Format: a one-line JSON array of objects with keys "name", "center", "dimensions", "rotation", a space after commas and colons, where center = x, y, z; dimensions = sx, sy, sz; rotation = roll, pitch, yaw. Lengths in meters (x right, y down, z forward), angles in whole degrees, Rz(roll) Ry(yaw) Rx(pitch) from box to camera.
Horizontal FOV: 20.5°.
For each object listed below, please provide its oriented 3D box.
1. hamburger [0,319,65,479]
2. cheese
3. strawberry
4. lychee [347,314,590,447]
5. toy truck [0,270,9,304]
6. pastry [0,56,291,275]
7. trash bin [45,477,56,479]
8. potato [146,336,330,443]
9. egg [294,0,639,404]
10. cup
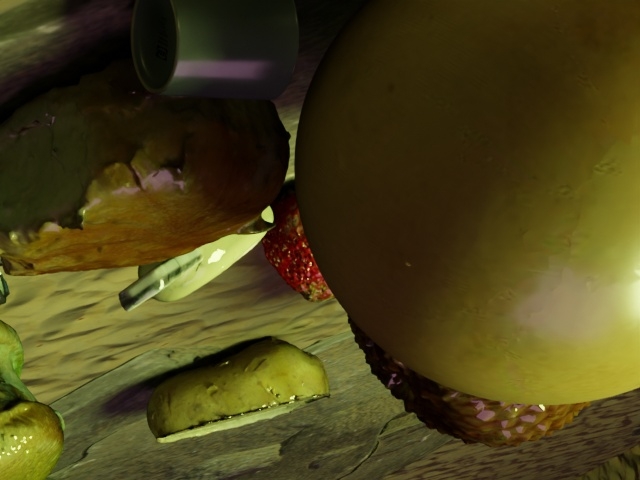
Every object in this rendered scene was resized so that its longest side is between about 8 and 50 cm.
[{"name": "hamburger", "center": [-0.304, 0.147, 1.430], "dimensions": [0.192, 0.167, 0.288], "rotation": [-39, 167, -18]}, {"name": "cheese", "center": [-0.109, 0.017, 1.379], "dimensions": [0.127, 0.050, 0.235], "rotation": [-32, -178, 17]}, {"name": "strawberry", "center": [-0.001, 0.000, 1.477], "dimensions": [0.106, 0.106, 0.106], "rotation": [-18, 164, -6]}, {"name": "lychee", "center": [0.156, 0.050, 1.571], "dimensions": [0.267, 0.267, 0.267], "rotation": [-18, 164, -6]}, {"name": "toy truck", "center": [-0.267, 0.000, 1.174], "dimensions": [0.074, 0.088, 0.202], "rotation": [-19, 167, -1]}, {"name": "pastry", "center": [-0.124, -0.046, 1.174], "dimensions": [0.218, 0.100, 0.229], "rotation": [-11, 166, -20]}, {"name": "trash bin", "center": [-0.409, 0.420, 2.164], "dimensions": [0.250, 0.220, 0.219], "rotation": [-29, 165, 6]}, {"name": "potato", "center": [-0.093, 0.158, 1.909], "dimensions": [0.200, 0.081, 0.164], "rotation": [-17, 172, 1]}, {"name": "egg", "center": [0.153, -0.046, 1.139], "dimensions": [0.374, 0.301, 0.301], "rotation": [-3, 157, -47]}, {"name": "cup", "center": [-0.070, -0.122, 1.057], "dimensions": [0.077, 0.078, 0.100], "rotation": [-4, -171, -29]}]
